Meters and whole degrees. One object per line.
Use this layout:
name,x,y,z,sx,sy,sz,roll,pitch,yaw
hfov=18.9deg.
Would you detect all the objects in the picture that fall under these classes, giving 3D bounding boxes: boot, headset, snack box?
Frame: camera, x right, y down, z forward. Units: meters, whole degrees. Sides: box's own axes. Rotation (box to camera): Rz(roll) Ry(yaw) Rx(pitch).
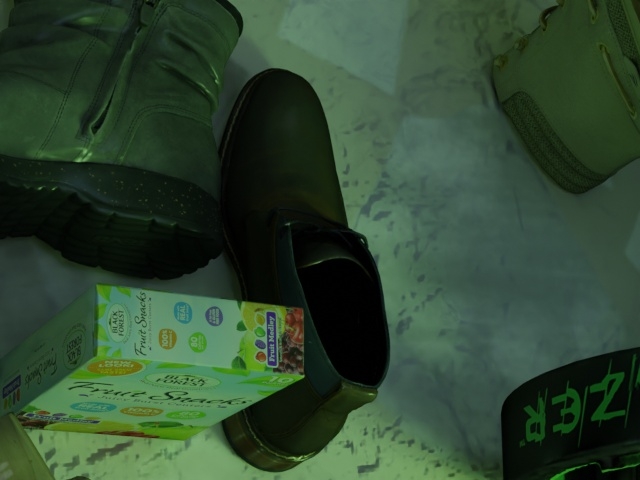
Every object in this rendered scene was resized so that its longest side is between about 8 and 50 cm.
boot,0.000,0.000,0.977,0.082,0.106,0.219,7,69,-26
headset,0.263,0.148,0.997,0.394,0.243,0.185,19,63,-43
boot,-0.154,-0.081,0.954,0.246,0.083,0.161,15,58,-28
snack box,-0.082,0.059,0.891,0.100,0.141,0.037,6,70,-26
boot,0.150,-0.139,1.073,0.077,0.165,0.213,-16,86,-26

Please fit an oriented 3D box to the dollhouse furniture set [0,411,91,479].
dollhouse furniture set,-0.301,0.028,0.769,0.303,0.174,0.356,-30,88,-33
